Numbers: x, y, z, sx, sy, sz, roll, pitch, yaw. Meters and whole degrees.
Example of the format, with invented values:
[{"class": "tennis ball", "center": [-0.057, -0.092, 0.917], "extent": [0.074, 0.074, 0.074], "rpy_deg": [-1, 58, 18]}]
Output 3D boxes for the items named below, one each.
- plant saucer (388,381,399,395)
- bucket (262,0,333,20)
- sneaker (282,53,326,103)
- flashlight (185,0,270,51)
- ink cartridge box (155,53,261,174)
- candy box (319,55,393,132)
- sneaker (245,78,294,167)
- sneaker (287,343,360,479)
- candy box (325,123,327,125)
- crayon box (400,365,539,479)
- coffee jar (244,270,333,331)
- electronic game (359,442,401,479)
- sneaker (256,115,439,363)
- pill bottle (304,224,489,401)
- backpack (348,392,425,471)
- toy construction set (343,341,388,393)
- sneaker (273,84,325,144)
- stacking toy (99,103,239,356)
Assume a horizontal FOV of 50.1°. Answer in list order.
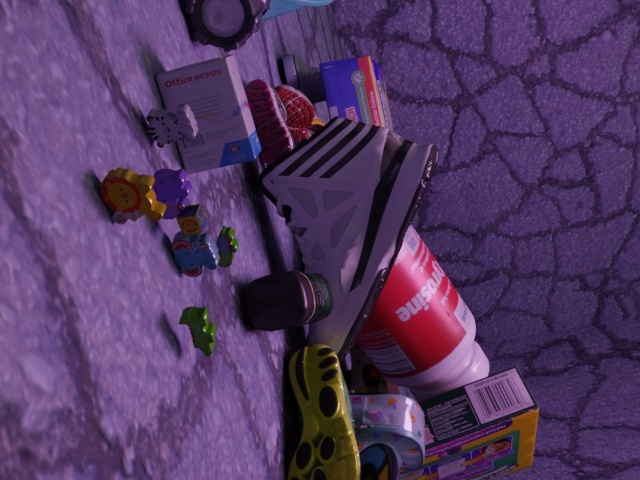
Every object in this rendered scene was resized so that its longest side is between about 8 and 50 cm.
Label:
[{"class": "plant saucer", "center": [0.166, 0.457, 1.784], "extent": [0.278, 0.041, 0.277], "rpy_deg": [-4, 90, -75]}, {"class": "bucket", "center": [-0.064, -0.594, 1.375], "extent": [0.281, 0.183, 0.281], "rpy_deg": [-10, 90, -79]}, {"class": "sneaker", "center": [-0.026, -0.382, 1.605], "extent": [0.258, 0.091, 0.094], "rpy_deg": [-7, 86, -80]}, {"class": "flashlight", "center": [-0.124, -0.366, 1.057], "extent": [0.304, 0.103, 0.103], "rpy_deg": [-80, -178, -66]}, {"class": "ink cartridge box", "center": [-0.130, -0.150, 0.812], "extent": [0.052, 0.089, 0.122], "rpy_deg": [-74, 150, -68]}, {"class": "candy box", "center": [0.101, -0.280, 1.609], "extent": [0.317, 0.122, 0.268], "rpy_deg": [-42, 122, -76]}, {"class": "sneaker", "center": [-0.080, -0.198, 1.199], "extent": [0.075, 0.063, 0.170], "rpy_deg": [-43, 116, -71]}, {"class": "sneaker", "center": [0.013, 0.303, 1.042], "extent": [0.123, 0.110, 0.295], "rpy_deg": [65, 18, -50]}, {"class": "candy box", "center": [0.033, -0.094, 1.624], "extent": [0.183, 0.088, 0.316], "rpy_deg": [54, 27, -67]}, {"class": "crayon box", "center": [0.249, 0.424, 1.395], "extent": [0.313, 0.363, 0.106], "rpy_deg": [72, -2, -52]}, {"class": "coffee jar", "center": [-0.044, 0.087, 1.001], "extent": [0.184, 0.096, 0.079], "rpy_deg": [20, 56, -79]}, {"class": "electronic game", "center": [0.052, 0.405, 0.994], "extent": [0.229, 0.048, 0.229], "rpy_deg": [-61, -170, 19]}, {"class": "sneaker", "center": [0.000, -0.001, 1.161], "extent": [0.169, 0.258, 0.447], "rpy_deg": [-46, 159, -67]}, {"class": "pill bottle", "center": [0.168, 0.145, 1.397], "extent": [0.407, 0.229, 0.229], "rpy_deg": [53, 19, -19]}, {"class": "backpack", "center": [0.087, 0.340, 1.175], "extent": [0.144, 0.189, 0.165], "rpy_deg": [-90, 166, -46]}, {"class": "toy construction set", "center": [0.136, 0.309, 1.571], "extent": [0.215, 0.151, 0.327], "rpy_deg": [37, 28, -37]}, {"class": "sneaker", "center": [-0.060, -0.260, 1.376], "extent": [0.092, 0.088, 0.225], "rpy_deg": [60, 6, 14]}, {"class": "stacking toy", "center": [-0.145, -0.014, 0.715], "extent": [0.167, 0.052, 0.221], "rpy_deg": [-83, 161, -54]}]
